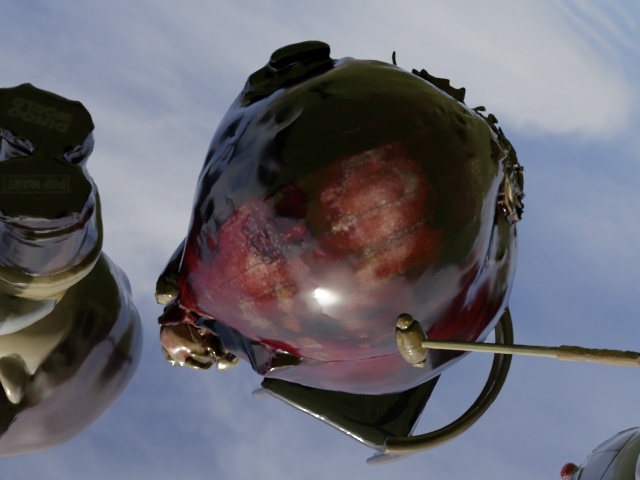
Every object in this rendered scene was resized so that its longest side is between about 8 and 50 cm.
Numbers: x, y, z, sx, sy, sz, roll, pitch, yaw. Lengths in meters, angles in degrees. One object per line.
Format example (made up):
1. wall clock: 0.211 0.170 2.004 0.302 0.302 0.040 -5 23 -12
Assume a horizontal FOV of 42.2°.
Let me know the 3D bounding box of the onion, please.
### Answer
1. onion: 0.019 -0.008 0.525 0.281 0.281 0.221 -14 -99 -49

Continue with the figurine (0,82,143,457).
1. figurine: -0.261 0.044 0.684 0.206 0.365 0.218 -15 -118 -14

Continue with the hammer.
1. hammer: 0.083 0.045 0.343 0.014 0.123 0.029 -45 -59 -40

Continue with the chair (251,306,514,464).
1. chair: 0.052 0.107 0.799 0.166 0.272 0.188 31 -108 -5

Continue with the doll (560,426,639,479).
1. doll: 0.349 0.267 0.778 0.240 0.310 0.284 40 -135 21
